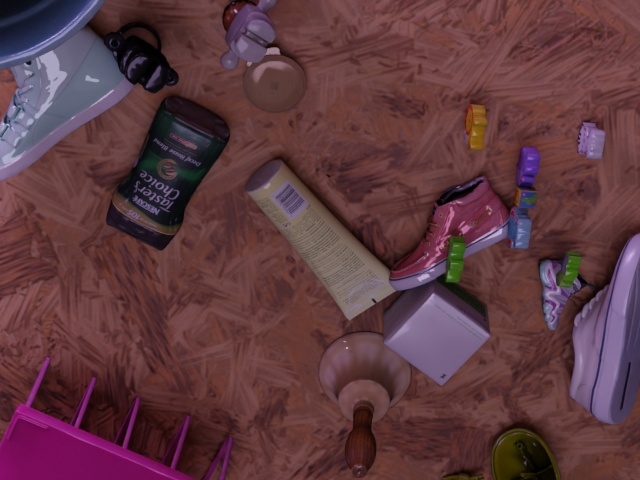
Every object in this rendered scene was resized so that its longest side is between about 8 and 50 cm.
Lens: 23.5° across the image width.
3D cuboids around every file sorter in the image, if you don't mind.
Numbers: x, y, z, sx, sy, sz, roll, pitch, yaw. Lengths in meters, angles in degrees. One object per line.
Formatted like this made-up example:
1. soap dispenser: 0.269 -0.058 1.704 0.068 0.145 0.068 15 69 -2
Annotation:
1. file sorter: -0.284 0.312 2.051 0.291 0.182 0.202 25 115 -8

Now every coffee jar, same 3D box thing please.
1. coffee jar: -0.193 -0.080 1.918 0.096 0.079 0.184 26 114 -9

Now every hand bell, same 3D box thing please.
1. hand bell: 0.055 0.227 1.961 0.126 0.242 0.126 1 115 2

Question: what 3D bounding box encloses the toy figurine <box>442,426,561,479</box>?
1. toy figurine: 0.348 0.441 2.115 0.191 0.217 0.362 -38 65 33

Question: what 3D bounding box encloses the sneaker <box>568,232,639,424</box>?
1. sneaker: 0.368 0.106 1.969 0.091 0.094 0.258 25 111 39

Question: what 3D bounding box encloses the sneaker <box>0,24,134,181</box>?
1. sneaker: -0.368 -0.180 1.870 0.256 0.094 0.151 -35 115 7

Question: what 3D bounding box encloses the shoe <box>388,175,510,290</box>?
1. shoe: 0.152 -0.011 1.946 0.178 0.063 0.081 -29 109 10

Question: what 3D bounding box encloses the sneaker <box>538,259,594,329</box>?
1. sneaker: 0.319 0.069 1.985 0.069 0.038 0.098 -6 115 7

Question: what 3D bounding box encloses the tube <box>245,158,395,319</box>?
1. tube: 0.000 0.000 1.963 0.240 0.062 0.070 48 152 -22

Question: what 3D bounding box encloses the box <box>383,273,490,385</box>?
1. box: 0.149 0.109 1.985 0.101 0.087 0.102 37 112 -14

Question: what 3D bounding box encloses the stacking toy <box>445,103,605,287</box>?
1. stacking toy: 0.247 -0.050 1.893 0.167 0.052 0.221 5 105 -10

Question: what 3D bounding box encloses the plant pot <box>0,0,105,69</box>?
1. plant pot: -0.380 -0.385 1.619 0.341 0.334 0.341 -5 114 -11

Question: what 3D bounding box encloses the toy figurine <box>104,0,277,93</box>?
1. toy figurine: -0.160 -0.291 1.778 0.210 0.148 0.213 -17 113 -6

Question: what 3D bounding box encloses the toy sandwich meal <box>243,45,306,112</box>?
1. toy sandwich meal: -0.058 -0.197 1.886 0.086 0.029 0.085 0 119 -1
